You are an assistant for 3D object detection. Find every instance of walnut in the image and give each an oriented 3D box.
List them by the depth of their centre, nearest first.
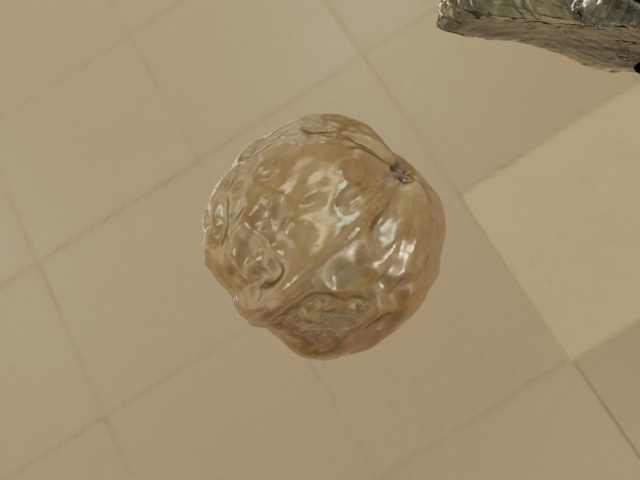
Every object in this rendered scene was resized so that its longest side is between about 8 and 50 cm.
[{"bbox_3d":[0.002,0.001,1.372,0.273,0.273,0.227,-18,43,12],"label":"walnut"}]

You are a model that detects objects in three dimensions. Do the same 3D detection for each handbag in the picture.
[{"bbox_3d":[0.196,-0.140,0.784,0.175,0.270,0.089,35,113,48],"label":"handbag"}]
